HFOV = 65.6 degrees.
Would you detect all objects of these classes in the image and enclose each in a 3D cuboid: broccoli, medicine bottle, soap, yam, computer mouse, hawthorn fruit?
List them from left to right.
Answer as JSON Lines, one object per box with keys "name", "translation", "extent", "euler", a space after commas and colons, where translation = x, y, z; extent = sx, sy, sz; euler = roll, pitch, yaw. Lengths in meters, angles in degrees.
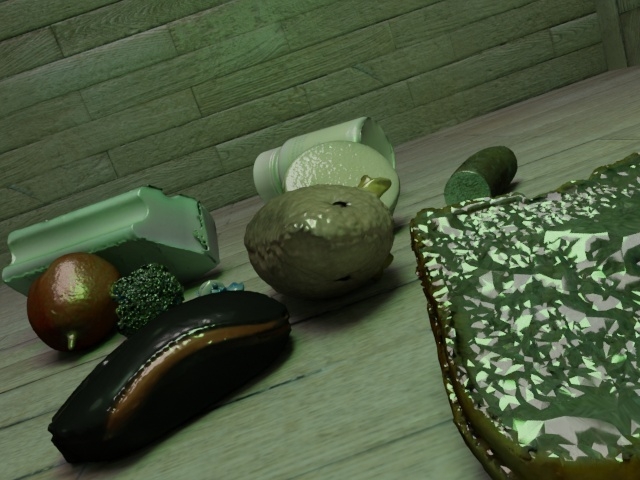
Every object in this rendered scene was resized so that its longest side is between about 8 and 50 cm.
{"name": "hawthorn fruit", "translation": [-0.504, 0.144, 1.020], "extent": [0.199, 0.199, 0.251], "euler": [-21, 31, -6]}
{"name": "soap", "translation": [-0.488, 0.030, 1.220], "extent": [0.446, 0.261, 0.156], "euler": [-18, 55, 6]}
{"name": "broccoli", "translation": [-0.348, 0.128, 0.980], "extent": [0.160, 0.167, 0.154], "euler": [-43, -32, 25]}
{"name": "computer mouse", "translation": [-0.186, 0.150, 0.640], "extent": [0.323, 0.116, 0.183], "euler": [-28, 10, -31]}
{"name": "medicine bottle", "translation": [0.005, -0.213, 1.449], "extent": [0.378, 0.214, 0.213], "euler": [-8, 17, 33]}
{"name": "yam", "translation": [0.344, -0.132, 1.052], "extent": [0.106, 0.106, 0.259], "euler": [-10, 15, 35]}

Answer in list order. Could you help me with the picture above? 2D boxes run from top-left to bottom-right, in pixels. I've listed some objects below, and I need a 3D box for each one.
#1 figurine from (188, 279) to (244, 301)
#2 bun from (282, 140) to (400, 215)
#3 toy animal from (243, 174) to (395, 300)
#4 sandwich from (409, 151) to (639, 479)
{"name": "figurine", "translation": [-0.199, 0.108, 0.901], "extent": [0.114, 0.079, 0.114], "euler": [-21, 18, 7]}
{"name": "bun", "translation": [0.043, -0.082, 1.133], "extent": [0.263, 0.263, 0.175], "euler": [-23, -30, -17]}
{"name": "toy animal", "translation": [-0.002, -0.001, 0.829], "extent": [0.226, 0.188, 0.358], "euler": [-13, 9, -23]}
{"name": "sandwich", "translation": [0.226, 0.042, 0.348], "extent": [0.301, 0.099, 0.271], "euler": [-17, 33, 8]}
